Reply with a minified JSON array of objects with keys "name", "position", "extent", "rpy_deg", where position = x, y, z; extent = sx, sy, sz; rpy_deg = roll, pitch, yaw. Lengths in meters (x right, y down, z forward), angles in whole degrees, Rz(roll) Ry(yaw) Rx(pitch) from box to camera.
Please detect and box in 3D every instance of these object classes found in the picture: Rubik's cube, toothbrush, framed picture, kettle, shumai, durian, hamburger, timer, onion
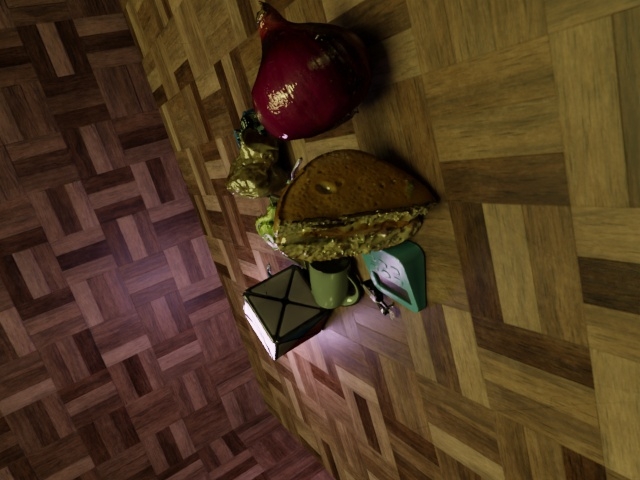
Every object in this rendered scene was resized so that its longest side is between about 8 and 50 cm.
[{"name":"Rubik's cube","position":[-0.171,0.338,2.157],"extent":[0.310,0.305,0.307],"rpy_deg":[53,158,19]},{"name":"toothbrush","position":[-0.108,-0.283,1.862],"extent":[0.022,0.017,0.204],"rpy_deg":[43,152,2]},{"name":"framed picture","position":[-0.153,-0.045,2.130],"extent":[0.247,0.022,0.334],"rpy_deg":[24,132,54]},{"name":"kettle","position":[0.062,0.164,1.781],"extent":[0.221,0.161,0.236],"rpy_deg":[16,133,18]},{"name":"shumai","position":[-0.292,-0.341,1.871],"extent":[0.314,0.267,0.262],"rpy_deg":[27,133,48]},{"name":"durian","position":[-0.238,-0.064,2.137],"extent":[0.132,0.107,0.375],"rpy_deg":[45,151,28]},{"name":"hamburger","position":[0.071,-0.112,1.298],"extent":[0.268,0.446,0.286],"rpy_deg":[99,160,-60]},{"name":"timer","position":[0.233,0.107,1.476],"extent":[0.232,0.091,0.249],"rpy_deg":[28,139,50]},{"name":"onion","position":[-0.057,-0.468,1.222],"extent":[0.385,0.348,0.348],"rpy_deg":[53,155,-10]}]

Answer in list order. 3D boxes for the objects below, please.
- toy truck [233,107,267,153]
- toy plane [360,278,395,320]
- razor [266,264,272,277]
[{"name":"toy truck","position":[-0.302,-0.477,1.949],"extent":[0.126,0.113,0.208],"rpy_deg":[60,150,22]},{"name":"toy plane","position":[0.210,0.205,1.642],"extent":[0.197,0.054,0.078],"rpy_deg":[49,157,32]},{"name":"razor","position":[-0.253,0.212,2.509],"extent":[0.191,0.037,0.068],"rpy_deg":[43,144,39]}]
